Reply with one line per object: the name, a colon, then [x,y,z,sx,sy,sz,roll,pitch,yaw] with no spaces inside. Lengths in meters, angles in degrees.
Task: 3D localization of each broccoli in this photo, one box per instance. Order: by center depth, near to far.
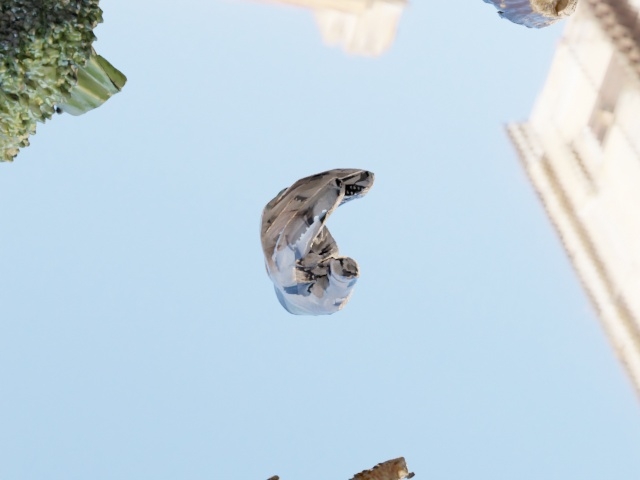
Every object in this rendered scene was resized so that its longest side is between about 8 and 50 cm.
broccoli: [-0.253,-0.165,1.324,0.226,0.176,0.198,-7,-118,22]

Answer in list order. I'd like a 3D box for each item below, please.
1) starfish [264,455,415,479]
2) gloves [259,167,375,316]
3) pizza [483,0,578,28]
starfish: [-0.028,0.213,1.086,0.299,0.060,0.302,-19,-166,20]
gloves: [-0.008,-0.003,1.527,0.111,0.212,0.128,9,-119,6]
pizza: [0.103,-0.307,1.263,0.392,0.080,0.435,51,-158,-28]
